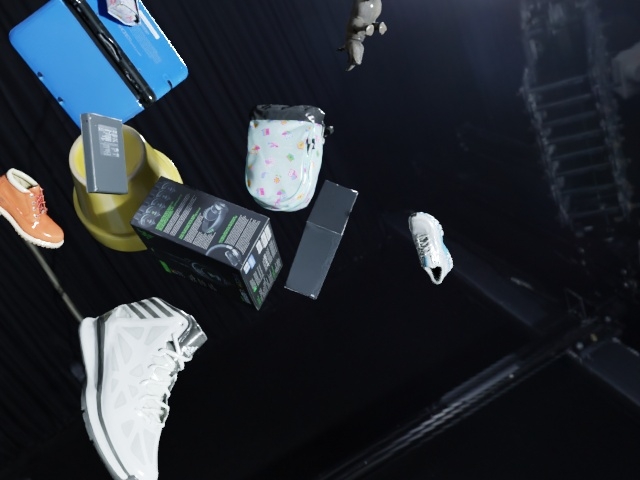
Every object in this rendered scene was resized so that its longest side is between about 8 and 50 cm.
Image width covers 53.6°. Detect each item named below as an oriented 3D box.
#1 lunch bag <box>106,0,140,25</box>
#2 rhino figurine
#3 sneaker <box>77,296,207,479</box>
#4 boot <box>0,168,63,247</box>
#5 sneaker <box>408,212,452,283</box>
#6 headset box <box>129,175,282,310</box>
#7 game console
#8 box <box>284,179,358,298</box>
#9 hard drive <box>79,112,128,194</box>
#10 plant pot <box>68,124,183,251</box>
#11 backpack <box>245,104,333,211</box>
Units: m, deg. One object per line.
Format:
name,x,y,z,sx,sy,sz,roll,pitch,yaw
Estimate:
lunch bag,-0.426,-0.518,1.383,0.053,0.071,0.083,-20,163,17
rhino figurine,0.106,-0.534,1.559,0.073,0.243,0.106,2,-154,-41
sneaker,-0.359,0.292,1.354,0.258,0.169,0.447,-26,-129,-2
boot,-0.504,-0.054,1.109,0.085,0.158,0.059,-36,-155,18
sneaker,0.258,0.022,1.498,0.071,0.190,0.083,-14,-152,34
headset box,-0.248,0.007,1.386,0.283,0.246,0.131,22,-112,13
game console,-0.498,-0.427,1.457,0.173,0.293,0.250,-18,-153,37
box,0.000,0.000,1.693,0.103,0.261,0.184,20,-136,-1
hard drive,-0.376,-0.148,1.107,0.022,0.135,0.094,-5,180,18
plant pot,-0.449,-0.134,1.439,0.254,0.239,0.253,1,-114,-2
backpack,-0.068,-0.140,1.096,0.152,0.181,0.115,4,178,18
